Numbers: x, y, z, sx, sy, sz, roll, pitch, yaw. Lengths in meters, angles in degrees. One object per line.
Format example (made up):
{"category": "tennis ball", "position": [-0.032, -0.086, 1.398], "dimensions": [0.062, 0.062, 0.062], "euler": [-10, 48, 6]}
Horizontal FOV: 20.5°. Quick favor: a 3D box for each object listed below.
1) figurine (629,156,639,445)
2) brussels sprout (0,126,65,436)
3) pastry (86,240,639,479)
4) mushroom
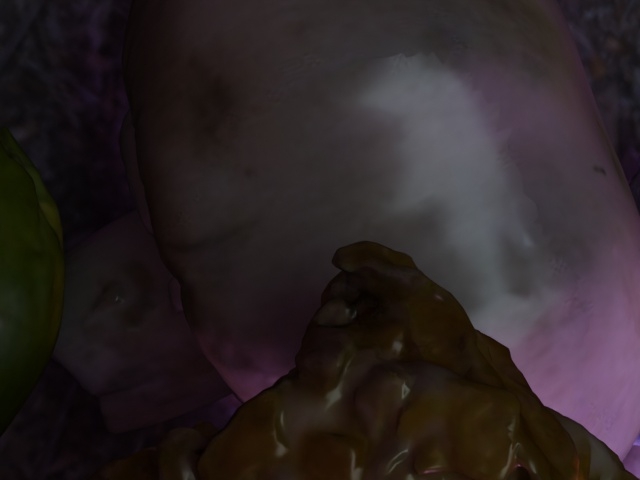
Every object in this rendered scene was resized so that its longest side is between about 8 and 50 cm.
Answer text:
{"category": "figurine", "position": [0.210, 0.024, 0.819], "dimensions": [0.184, 0.128, 0.208], "euler": [37, 79, -24]}
{"category": "brussels sprout", "position": [-0.152, 0.022, 0.609], "dimensions": [0.117, 0.155, 0.155], "euler": [9, 82, -26]}
{"category": "pastry", "position": [-0.023, 0.128, 0.519], "dimensions": [0.250, 0.102, 0.154], "euler": [-43, 77, 5]}
{"category": "mushroom", "position": [0.000, 0.000, 0.674], "dimensions": [0.254, 0.234, 0.260], "euler": [51, 20, -47]}
